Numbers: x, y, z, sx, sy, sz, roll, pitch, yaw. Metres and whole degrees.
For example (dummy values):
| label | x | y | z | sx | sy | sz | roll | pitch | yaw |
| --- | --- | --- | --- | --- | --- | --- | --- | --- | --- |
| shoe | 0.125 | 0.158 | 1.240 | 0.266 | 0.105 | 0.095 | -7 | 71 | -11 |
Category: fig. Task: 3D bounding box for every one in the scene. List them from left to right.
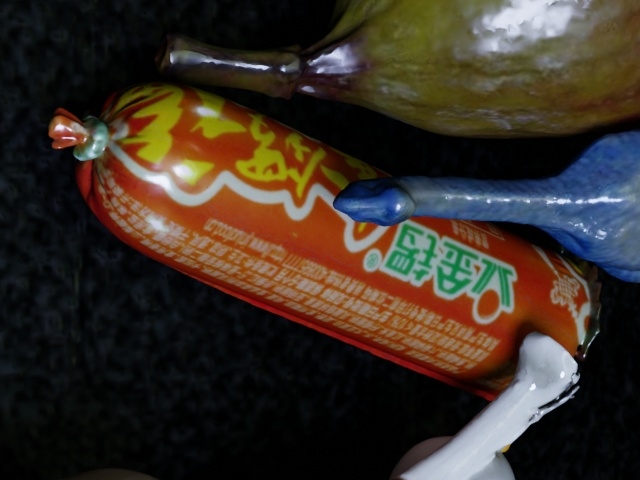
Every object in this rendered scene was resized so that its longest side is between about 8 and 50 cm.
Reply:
| label | x | y | z | sx | sy | sz | roll | pitch | yaw |
| --- | --- | --- | --- | --- | --- | --- | --- | --- | --- |
| fig | 0.063 | -0.105 | 0.753 | 0.274 | 0.145 | 0.170 | -21 | 104 | -18 |

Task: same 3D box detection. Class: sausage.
| label | x | y | z | sx | sy | sz | roll | pitch | yaw |
| --- | --- | --- | --- | --- | --- | --- | --- | --- | --- |
| sausage | 0.000 | 0.000 | 0.745 | 0.264 | 0.083 | 0.083 | 23 | 80 | -34 |

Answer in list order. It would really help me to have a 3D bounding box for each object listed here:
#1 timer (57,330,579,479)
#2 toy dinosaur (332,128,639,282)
| label | x | y | z | sx | sy | sz | roll | pitch | yaw |
| --- | --- | --- | --- | --- | --- | --- | --- | --- | --- |
| timer | -0.009 | 0.134 | 0.704 | 0.266 | 0.175 | 0.175 | -25 | 107 | -39 |
| toy dinosaur | 0.108 | -0.014 | 0.783 | 0.188 | 0.248 | 0.075 | -5 | 88 | 5 |
